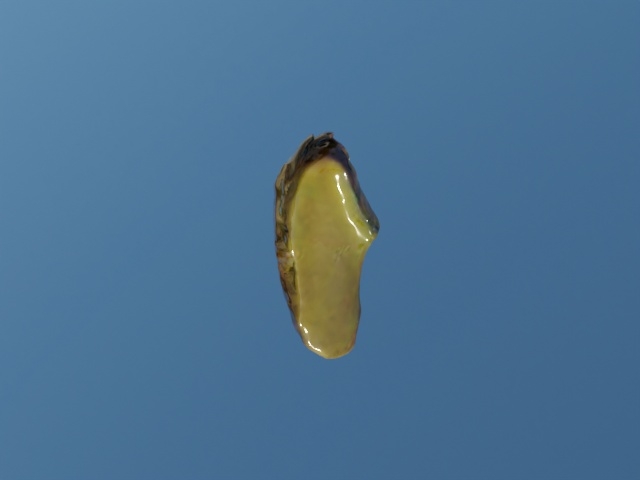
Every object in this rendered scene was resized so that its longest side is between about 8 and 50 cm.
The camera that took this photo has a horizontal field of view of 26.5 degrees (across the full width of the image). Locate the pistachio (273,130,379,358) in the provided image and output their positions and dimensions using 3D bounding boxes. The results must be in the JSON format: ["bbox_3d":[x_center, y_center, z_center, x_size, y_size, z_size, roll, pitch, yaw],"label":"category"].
[{"bbox_3d":[0.000,0.000,0.977,0.089,0.173,0.049,-23,-150,-36],"label":"pistachio"}]
